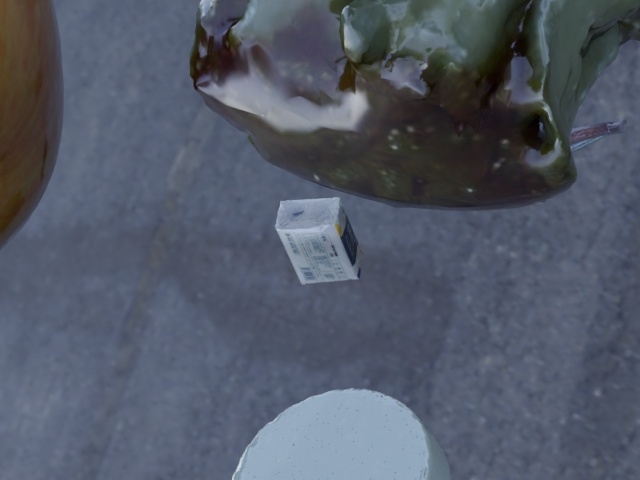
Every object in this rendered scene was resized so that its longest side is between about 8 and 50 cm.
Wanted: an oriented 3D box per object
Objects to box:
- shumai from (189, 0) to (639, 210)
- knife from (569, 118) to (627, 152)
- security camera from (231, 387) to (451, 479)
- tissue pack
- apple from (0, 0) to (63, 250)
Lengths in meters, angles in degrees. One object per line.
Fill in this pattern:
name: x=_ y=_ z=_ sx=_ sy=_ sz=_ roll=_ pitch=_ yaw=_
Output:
shumai: x=0.070 y=-0.185 z=0.917 sx=0.323 sy=0.397 sz=0.324 roll=-62 pitch=7 yaw=-24
knife: x=0.157 y=-0.100 z=1.414 sx=0.123 sy=0.278 sz=0.053 roll=-33 pitch=59 yaw=41
security camera: x=0.044 y=0.265 z=1.355 sx=0.194 sy=0.236 sz=0.194 roll=-14 pitch=46 yaw=15
tissue pack: x=0.000 y=0.000 z=1.430 sx=0.062 sy=0.083 sz=0.042 roll=-4 pitch=50 yaw=20
apple: x=-0.362 y=-0.110 z=1.074 sx=0.391 sy=0.391 sz=0.346 roll=-51 pitch=46 yaw=21
